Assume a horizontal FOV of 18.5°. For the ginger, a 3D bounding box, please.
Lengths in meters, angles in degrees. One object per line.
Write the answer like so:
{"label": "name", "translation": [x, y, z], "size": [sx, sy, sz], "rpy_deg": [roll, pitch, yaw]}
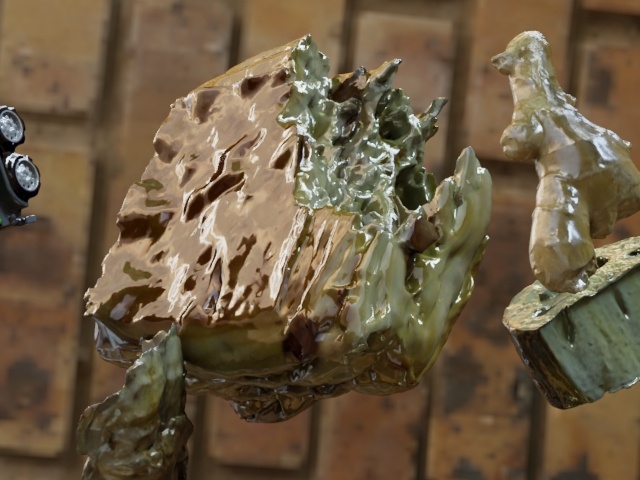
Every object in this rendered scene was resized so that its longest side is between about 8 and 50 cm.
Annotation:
{"label": "ginger", "translation": [0.249, -0.093, 2.026], "size": [0.081, 0.148, 0.333], "rpy_deg": [89, -13, -58]}

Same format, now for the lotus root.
{"label": "lotus root", "translation": [0.305, 0.083, 2.125], "size": [0.138, 0.235, 0.119], "rpy_deg": [17, -48, 64]}

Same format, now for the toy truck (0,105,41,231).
{"label": "toy truck", "translation": [-0.312, -0.094, 1.558], "size": [0.125, 0.101, 0.242], "rpy_deg": [-18, 91, -58]}

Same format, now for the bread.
{"label": "bread", "translation": [0.000, 0.000, 1.591], "size": [0.370, 0.191, 0.314], "rpy_deg": [-9, -129, 47]}

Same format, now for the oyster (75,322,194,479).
{"label": "oyster", "translation": [-0.140, 0.179, 1.497], "size": [0.161, 0.107, 0.232], "rpy_deg": [-41, 152, -64]}
